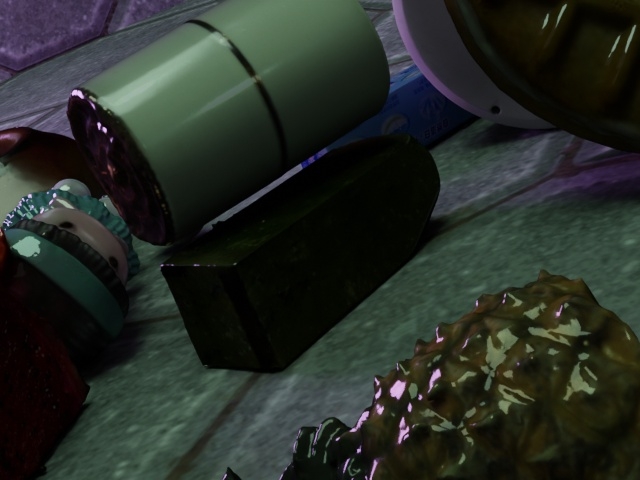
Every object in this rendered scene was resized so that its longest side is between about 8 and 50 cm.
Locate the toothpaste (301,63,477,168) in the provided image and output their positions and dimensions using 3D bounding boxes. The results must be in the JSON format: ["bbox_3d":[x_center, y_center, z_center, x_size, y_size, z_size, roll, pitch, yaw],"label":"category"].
[{"bbox_3d":[0.093,-0.125,1.162,0.272,0.066,0.053,-33,20,-30],"label":"toothpaste"}]

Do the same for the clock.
[{"bbox_3d":[0.174,-0.205,1.040,0.230,0.230,0.083,-12,25,28],"label":"clock"}]

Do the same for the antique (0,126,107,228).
[{"bbox_3d":[-0.315,-0.023,1.242,0.223,0.129,0.278,-30,22,-23],"label":"antique"}]

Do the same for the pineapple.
[{"bbox_3d":[0.022,0.113,0.510,0.248,0.128,0.128,-28,18,2],"label":"pineapple"}]

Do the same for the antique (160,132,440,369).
[{"bbox_3d":[0.000,0.000,0.902,0.081,0.080,0.221,-1,26,45],"label":"antique"}]

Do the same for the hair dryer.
[{"bbox_3d":[-0.093,-0.064,1.018,0.203,0.128,0.362,-35,-5,-21],"label":"hair dryer"}]

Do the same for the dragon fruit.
[{"bbox_3d":[-0.255,0.123,0.771,0.189,0.163,0.262,-45,9,24],"label":"dragon fruit"}]

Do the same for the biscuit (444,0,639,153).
[{"bbox_3d":[0.240,-0.214,0.885,0.332,0.332,0.103,-23,-11,-5],"label":"biscuit"}]

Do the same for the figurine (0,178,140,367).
[{"bbox_3d":[-0.210,0.015,1.011,0.110,0.137,0.245,-62,10,14],"label":"figurine"}]
